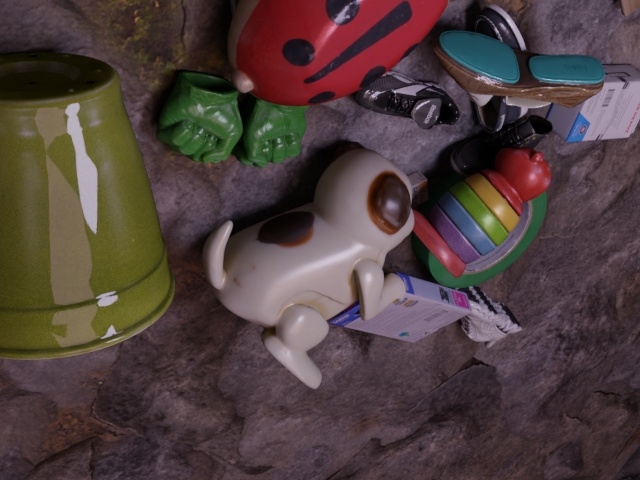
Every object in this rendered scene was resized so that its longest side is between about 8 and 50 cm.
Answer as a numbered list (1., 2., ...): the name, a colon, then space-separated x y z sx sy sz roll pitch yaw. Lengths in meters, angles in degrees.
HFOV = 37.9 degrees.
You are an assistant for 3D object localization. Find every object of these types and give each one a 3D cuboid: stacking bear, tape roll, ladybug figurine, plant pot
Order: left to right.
1. plant pot: -0.403 -0.075 1.356 0.367 0.366 0.353 -13 122 -27
2. ladybug figurine: 0.051 -0.369 1.491 0.449 0.162 0.305 -41 141 -5
3. tape roll: 0.360 -0.039 2.109 0.321 0.077 0.321 -20 136 -21
4. stacking bear: 0.333 -0.075 1.874 0.289 0.164 0.175 -41 150 8

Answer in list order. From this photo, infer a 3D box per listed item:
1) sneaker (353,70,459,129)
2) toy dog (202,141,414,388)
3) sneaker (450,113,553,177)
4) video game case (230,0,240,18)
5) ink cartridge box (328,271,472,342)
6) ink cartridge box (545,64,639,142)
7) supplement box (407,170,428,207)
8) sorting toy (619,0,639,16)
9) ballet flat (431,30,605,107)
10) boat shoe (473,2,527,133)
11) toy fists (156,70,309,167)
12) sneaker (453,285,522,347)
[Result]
1. sneaker: 0.173 -0.259 1.754 0.234 0.106 0.078 2 124 -37
2. toy dog: 0.000 0.000 1.778 0.408 0.284 0.395 -43 121 3
3. sneaker: 0.374 -0.205 1.936 0.222 0.083 0.118 -21 166 -32
4. video game case: -0.058 -0.410 1.516 0.190 0.022 0.173 -23 136 -17
5. ink cartridge box: 0.179 0.152 2.114 0.186 0.065 0.311 -33 148 34
6. ink cartridge box: 0.615 -0.303 2.048 0.203 0.086 0.148 -8 131 -32
7. supplement box: 0.176 -0.096 1.954 0.098 0.036 0.062 -26 138 -15
8. sorting toy: 0.640 -0.551 1.874 0.132 0.046 0.274 -38 140 -1
9. ballet flat: 0.351 -0.298 1.717 0.342 0.116 0.124 4 148 -16
10. boat shoe: 0.338 -0.324 1.810 0.091 0.114 0.302 -38 139 -10
11. toy fists: -0.144 -0.194 1.593 0.279 0.096 0.142 1 127 -38
12. sneaker: 0.397 0.196 2.332 0.118 0.110 0.292 -40 139 15
